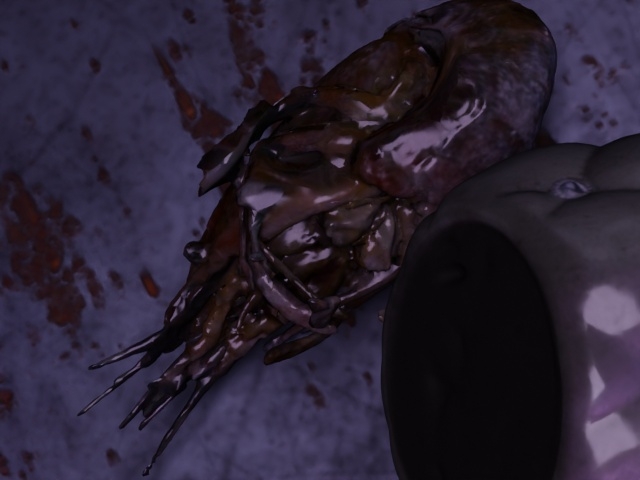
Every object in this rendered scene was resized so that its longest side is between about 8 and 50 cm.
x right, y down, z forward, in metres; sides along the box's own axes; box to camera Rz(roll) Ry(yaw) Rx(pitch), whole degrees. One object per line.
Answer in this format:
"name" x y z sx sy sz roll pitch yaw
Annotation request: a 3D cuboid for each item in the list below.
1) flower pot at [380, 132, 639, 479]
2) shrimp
"flower pot" 0.153 0.066 0.734 0.195 0.246 0.246 0 79 -26
"shrimp" 0.000 -0.001 0.835 0.343 0.116 0.145 -45 53 3
